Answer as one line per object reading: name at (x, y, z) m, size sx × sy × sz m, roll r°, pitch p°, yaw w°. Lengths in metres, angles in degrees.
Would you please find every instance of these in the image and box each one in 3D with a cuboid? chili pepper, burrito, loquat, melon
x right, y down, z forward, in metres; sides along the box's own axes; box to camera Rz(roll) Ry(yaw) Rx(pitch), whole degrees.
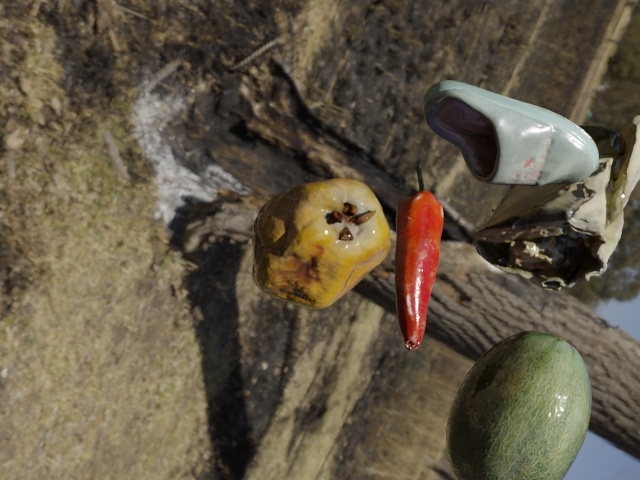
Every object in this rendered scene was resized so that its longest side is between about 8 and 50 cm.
chili pepper at (0.129, 0.013, 1.048) m, size 0.071 × 0.063 × 0.272 m, roll 32°, pitch 53°, yaw -37°
burrito at (0.390, -0.065, 1.200) m, size 0.190 × 0.135 × 0.332 m, roll -16°, pitch -157°, yaw 46°
loquat at (0.000, 0.000, 0.708) m, size 0.137 × 0.137 × 0.113 m, roll 70°, pitch 4°, yaw -69°
melon at (0.172, 0.160, 0.688) m, size 0.167 × 0.114 × 0.114 m, roll -67°, pitch 165°, yaw -3°

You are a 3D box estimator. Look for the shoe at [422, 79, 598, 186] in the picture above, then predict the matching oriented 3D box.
shoe at (0.245, -0.121, 1.033) m, size 0.103 × 0.251 × 0.100 m, roll 124°, pitch -12°, yaw -63°
